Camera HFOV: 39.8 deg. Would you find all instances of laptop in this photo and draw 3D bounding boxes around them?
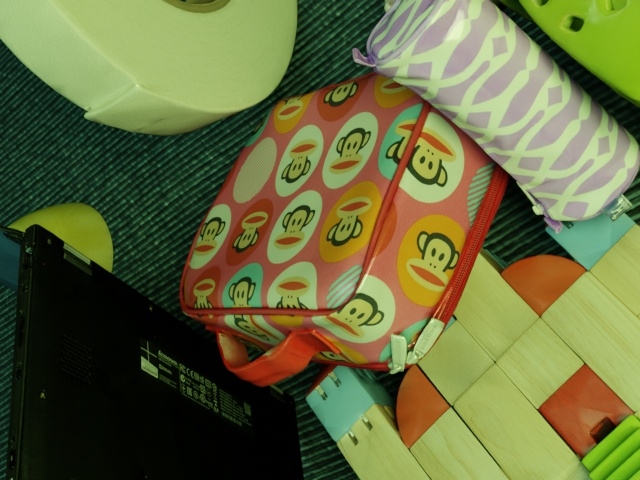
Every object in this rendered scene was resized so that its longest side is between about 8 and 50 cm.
[{"bbox_3d":[-0.204,0.161,0.760,0.236,0.382,0.407,-23,53,18],"label":"laptop"}]

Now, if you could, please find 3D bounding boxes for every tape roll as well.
[{"bbox_3d":[-0.164,-0.284,0.776,0.072,0.392,0.391,-18,78,33],"label":"tape roll"}]

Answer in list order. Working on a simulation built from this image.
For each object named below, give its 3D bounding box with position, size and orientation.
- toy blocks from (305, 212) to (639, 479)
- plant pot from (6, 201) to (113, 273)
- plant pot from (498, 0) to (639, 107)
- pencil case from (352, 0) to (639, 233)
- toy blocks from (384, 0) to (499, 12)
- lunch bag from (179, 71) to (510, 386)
[{"bbox_3d":[0.162,0.111,0.685,0.381,0.191,0.261,-47,55,13],"label":"toy blocks"},{"bbox_3d":[-0.330,0.018,1.056,0.134,0.095,0.134,-2,87,34],"label":"plant pot"},{"bbox_3d":[0.245,-0.208,0.594,0.207,0.227,0.228,45,113,38],"label":"plant pot"},{"bbox_3d":[0.126,-0.093,0.602,0.088,0.206,0.086,-43,22,23],"label":"pencil case"},{"bbox_3d":[0.007,-0.333,0.667,0.288,0.260,0.309,47,143,25],"label":"toy blocks"},{"bbox_3d":[0.000,0.000,0.730,0.293,0.120,0.258,-2,60,56],"label":"lunch bag"}]
